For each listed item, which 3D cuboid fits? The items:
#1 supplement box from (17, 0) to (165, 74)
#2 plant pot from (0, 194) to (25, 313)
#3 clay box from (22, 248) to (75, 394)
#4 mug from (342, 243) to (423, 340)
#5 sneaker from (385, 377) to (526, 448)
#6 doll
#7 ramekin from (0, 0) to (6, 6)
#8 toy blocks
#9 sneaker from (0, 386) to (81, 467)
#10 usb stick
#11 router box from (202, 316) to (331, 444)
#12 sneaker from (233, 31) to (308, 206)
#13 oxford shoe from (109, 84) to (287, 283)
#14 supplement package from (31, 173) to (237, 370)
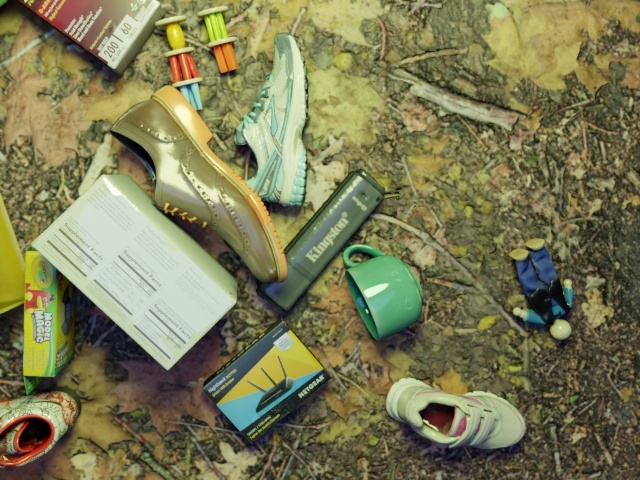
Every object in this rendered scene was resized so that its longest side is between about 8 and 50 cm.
[{"bbox_3d":[-0.382,-0.387,1.080,0.239,0.073,0.130,35,91,-7],"label":"supplement box"},{"bbox_3d":[-0.597,0.033,1.035,0.187,0.212,0.212,-15,97,8],"label":"plant pot"},{"bbox_3d":[-0.427,0.121,1.092,0.053,0.127,0.222,1,95,-6],"label":"clay box"},{"bbox_3d":[0.107,0.077,1.151,0.097,0.129,0.157,-23,97,-7],"label":"mug"},{"bbox_3d":[0.244,0.316,1.197,0.252,0.111,0.102,11,94,-8],"label":"sneaker"},{"bbox_3d":[0.397,0.096,1.229,0.129,0.046,0.189,-31,104,-13],"label":"doll"},{"bbox_3d":[-0.557,-0.453,0.972,0.304,0.148,0.303,-2,82,13],"label":"ramekin"},{"bbox_3d":[-0.190,-0.293,1.121,0.123,0.054,0.148,-16,103,-10],"label":"toy blocks"},{"bbox_3d":[-0.527,0.311,1.088,0.270,0.145,0.090,-16,97,-5],"label":"sneaker"},{"bbox_3d":[0.000,0.000,1.174,0.077,0.045,0.278,41,89,-8],"label":"usb stick"},{"bbox_3d":[-0.092,0.240,1.183,0.179,0.046,0.133,-40,98,-2],"label":"router box"},{"bbox_3d":[-0.081,-0.195,1.117,0.122,0.110,0.282,0,95,-3],"label":"sneaker"},{"bbox_3d":[-0.189,-0.063,1.093,0.133,0.130,0.363,-36,88,-21],"label":"oxford shoe"},{"bbox_3d":[-0.269,0.038,1.065,0.145,0.204,0.262,-44,98,0],"label":"supplement package"}]
